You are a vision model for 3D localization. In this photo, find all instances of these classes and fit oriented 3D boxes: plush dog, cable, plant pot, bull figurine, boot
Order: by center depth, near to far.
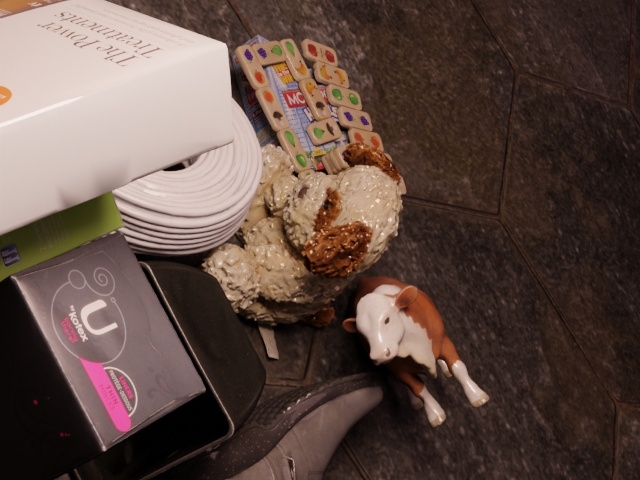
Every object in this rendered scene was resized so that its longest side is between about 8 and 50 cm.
[{"bbox_3d":[-0.164,0.127,1.536,0.188,0.187,0.167,61,24,3],"label":"plant pot"},{"bbox_3d":[-0.022,0.286,1.656,0.338,0.118,0.222,-23,91,-46],"label":"boot"},{"bbox_3d":[-0.190,-0.097,1.666,0.257,0.089,0.257,11,47,-20],"label":"cable"},{"bbox_3d":[0.000,0.000,1.754,0.210,0.225,0.262,42,40,-21],"label":"plush dog"},{"bbox_3d":[0.103,0.119,1.801,0.188,0.101,0.310,57,3,-8],"label":"bull figurine"}]

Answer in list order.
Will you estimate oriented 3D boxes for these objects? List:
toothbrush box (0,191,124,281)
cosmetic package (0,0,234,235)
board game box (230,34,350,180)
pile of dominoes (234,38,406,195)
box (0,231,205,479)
[{"bbox_3d":[-0.351,-0.009,1.322,0.283,0.206,0.122,-26,102,-41],"label":"toothbrush box"},{"bbox_3d":[-0.300,-0.127,1.247,0.284,0.377,0.097,-28,127,-37],"label":"cosmetic package"},{"bbox_3d":[-0.029,-0.172,1.975,0.194,0.060,0.194,-15,78,-51],"label":"board game box"},{"bbox_3d":[0.016,-0.153,1.929,0.196,0.040,0.251,-22,83,-52],"label":"pile of dominoes"},{"bbox_3d":[-0.262,0.131,1.334,0.143,0.270,0.165,-26,86,-53],"label":"box"}]
